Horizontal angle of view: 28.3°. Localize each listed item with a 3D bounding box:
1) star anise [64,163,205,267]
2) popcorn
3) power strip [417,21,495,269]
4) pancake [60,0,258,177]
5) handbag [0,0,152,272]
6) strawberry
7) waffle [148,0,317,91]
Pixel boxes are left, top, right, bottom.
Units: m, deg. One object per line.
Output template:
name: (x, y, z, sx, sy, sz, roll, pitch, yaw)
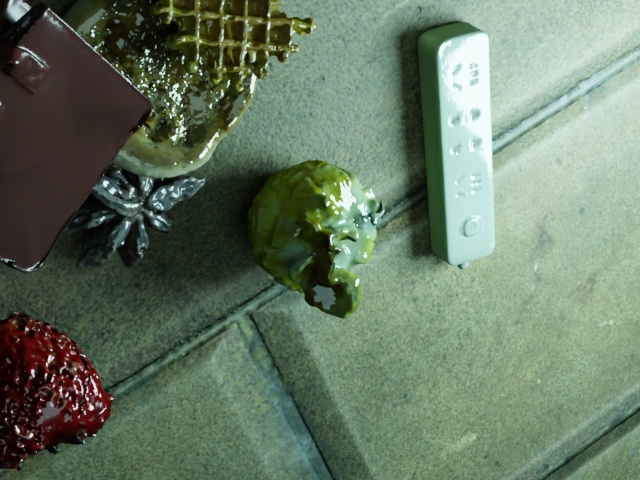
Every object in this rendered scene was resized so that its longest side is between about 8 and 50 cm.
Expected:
star anise: (-0.259, -0.058, 1.614, 0.231, 0.089, 0.209, 9, 101, -45)
popcorn: (0.000, 0.000, 1.730, 0.198, 0.212, 0.198, -11, 148, -7)
power strip: (0.204, -0.126, 1.861, 0.091, 0.062, 0.385, -17, 119, -19)
pancake: (-0.201, -0.213, 1.568, 0.282, 0.049, 0.282, -5, 99, -33)
handbag: (-0.327, -0.109, 1.366, 0.260, 0.084, 0.275, -54, 157, -5)
strawberry: (-0.377, 0.188, 1.618, 0.184, 0.187, 0.201, -42, 117, -49)
waffle: (-0.106, -0.312, 1.559, 0.231, 0.051, 0.228, -46, 119, -21)
